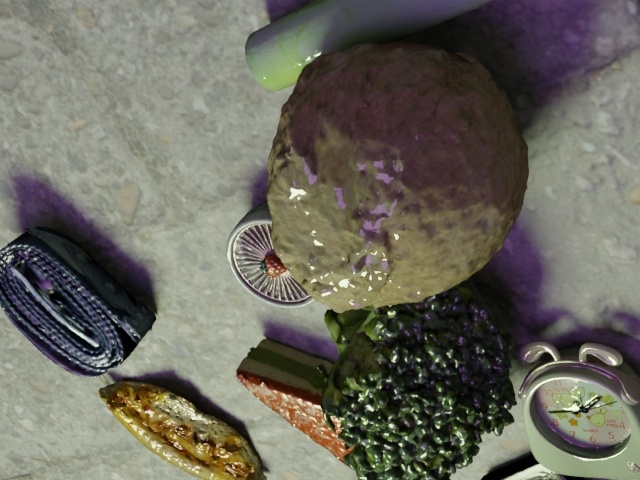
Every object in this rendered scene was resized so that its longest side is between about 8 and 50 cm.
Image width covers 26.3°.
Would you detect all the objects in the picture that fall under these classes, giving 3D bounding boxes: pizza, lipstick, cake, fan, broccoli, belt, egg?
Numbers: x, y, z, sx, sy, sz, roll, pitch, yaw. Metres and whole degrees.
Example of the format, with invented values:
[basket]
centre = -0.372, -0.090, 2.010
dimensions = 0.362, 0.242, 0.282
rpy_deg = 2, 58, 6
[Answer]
[pizza]
centre = -0.192, 0.275, 1.938
dimensions = 0.271, 0.056, 0.134
rpy_deg = 38, 143, -3
[lipstick]
centre = 0.054, -0.228, 1.375
dimensions = 0.304, 0.076, 0.076
rpy_deg = -19, 114, 38
[cake]
centre = 0.004, 0.218, 1.756
dimensions = 0.220, 0.086, 0.116
rpy_deg = 16, 129, 18
[fan]
centre = 0.000, 0.000, 1.593
dimensions = 0.244, 0.074, 0.130
rpy_deg = -20, 112, 35
[broccoli]
centre = 0.102, 0.151, 1.587
dimensions = 0.248, 0.245, 0.288
rpy_deg = 24, 112, -30
[belt]
centre = -0.333, 0.078, 1.824
dimensions = 0.218, 0.128, 0.122
rpy_deg = 45, 105, -7
[egg]
centre = 0.072, -0.062, 1.363
dimensions = 0.279, 0.279, 0.310
rpy_deg = 28, 136, 8

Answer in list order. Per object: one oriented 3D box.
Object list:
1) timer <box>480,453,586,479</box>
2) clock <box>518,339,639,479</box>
[timer]
centre = 0.298, 0.350, 1.717
dimensions = 0.187, 0.055, 0.144
rpy_deg = 49, 132, -8
[clock]
centre = 0.305, 0.187, 1.572
dimensions = 0.151, 0.062, 0.191
rpy_deg = -1, 124, 32
